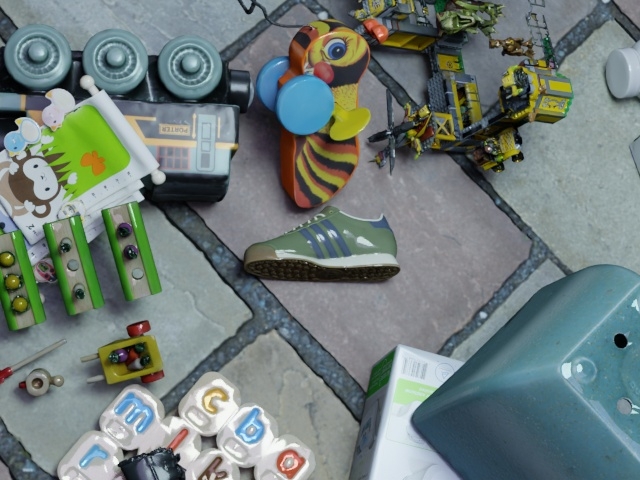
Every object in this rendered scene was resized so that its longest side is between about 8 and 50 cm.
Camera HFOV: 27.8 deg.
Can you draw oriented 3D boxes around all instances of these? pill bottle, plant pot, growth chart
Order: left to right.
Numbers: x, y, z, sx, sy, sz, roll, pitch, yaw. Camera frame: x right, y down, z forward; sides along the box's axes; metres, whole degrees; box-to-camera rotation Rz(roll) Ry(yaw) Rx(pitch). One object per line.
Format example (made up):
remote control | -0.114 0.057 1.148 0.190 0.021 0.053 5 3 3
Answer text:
growth chart | -0.298 -0.059 1.464 0.237 0.021 0.172 -42 109 7
plant pot | 0.293 0.169 1.346 0.247 0.252 0.248 -40 84 -24
pill bottle | 0.469 -0.231 1.732 0.160 0.087 0.087 -9 75 -14

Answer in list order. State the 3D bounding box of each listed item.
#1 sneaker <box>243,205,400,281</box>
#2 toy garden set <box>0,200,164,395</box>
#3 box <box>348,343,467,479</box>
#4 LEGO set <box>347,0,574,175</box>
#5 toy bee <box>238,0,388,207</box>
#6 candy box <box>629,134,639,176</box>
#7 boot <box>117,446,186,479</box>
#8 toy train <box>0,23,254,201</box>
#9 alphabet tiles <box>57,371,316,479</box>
sneaker | 0.000 0.000 1.573 0.192 0.064 0.086 2 65 -12
toy garden set | -0.298 0.084 1.447 0.244 0.049 0.204 -15 96 -4
box | 0.174 0.270 1.486 0.261 0.127 0.231 15 71 -8
LEGO set | 0.148 -0.254 1.579 0.192 0.255 0.331 2 79 -36
toy bee | 0.011 -0.188 1.524 0.162 0.298 0.195 -19 52 -11
candy box | 0.531 -0.082 1.707 0.196 0.070 0.165 -12 75 -15
boot | -0.197 0.287 1.421 0.121 0.045 0.099 -16 80 -22
toy train | -0.244 -0.144 1.528 0.333 0.142 0.190 2 82 -11
alphabet tiles | -0.150 0.300 1.462 0.284 0.021 0.278 39 71 2
